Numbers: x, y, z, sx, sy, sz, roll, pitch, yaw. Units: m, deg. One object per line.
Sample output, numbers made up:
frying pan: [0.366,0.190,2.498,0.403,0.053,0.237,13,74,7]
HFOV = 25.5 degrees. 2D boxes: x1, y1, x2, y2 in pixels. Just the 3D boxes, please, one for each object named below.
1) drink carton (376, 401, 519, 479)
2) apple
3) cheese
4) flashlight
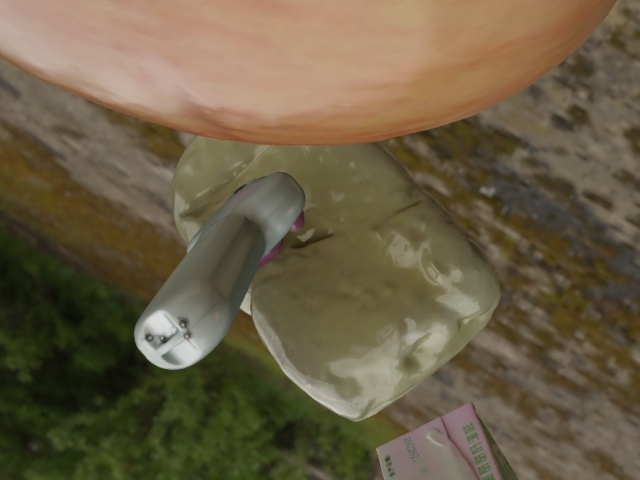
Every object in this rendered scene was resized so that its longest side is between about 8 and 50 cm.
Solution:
drink carton: [0.158,0.299,1.257,0.271,0.108,0.161,58,-172,-32]
apple: [-0.030,-0.233,0.528,0.346,0.392,0.391,4,171,-11]
cheese: [0.001,0.001,1.001,0.263,0.159,0.093,50,178,34]
flashlight: [-0.060,0.019,0.877,0.047,0.093,0.200,48,-154,-11]
